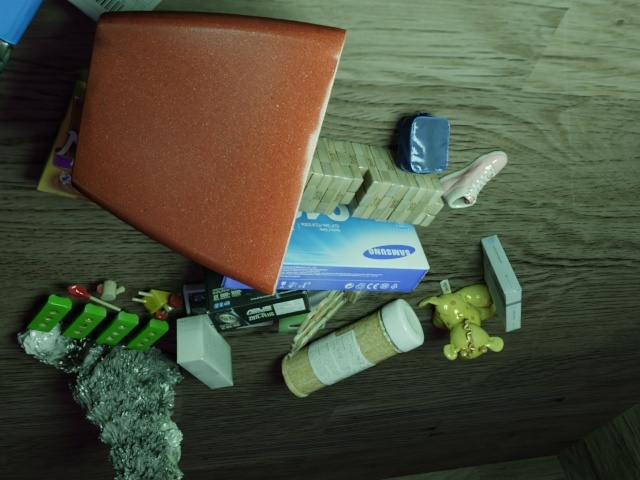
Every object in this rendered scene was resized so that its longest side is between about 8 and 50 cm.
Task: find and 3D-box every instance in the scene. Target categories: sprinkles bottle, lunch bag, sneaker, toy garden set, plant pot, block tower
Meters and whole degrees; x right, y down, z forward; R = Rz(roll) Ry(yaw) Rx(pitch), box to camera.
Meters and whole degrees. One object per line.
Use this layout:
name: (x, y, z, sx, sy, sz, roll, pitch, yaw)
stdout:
sprinkles bottle: (0.074, 0.270, 1.359, 0.355, 0.121, 0.121, -30, 140, 21)
lunch bag: (0.158, -0.154, 0.867, 0.067, 0.065, 0.098, 1, 97, -17)
sneaker: (0.279, -0.102, 0.983, 0.134, 0.070, 0.051, -27, 139, 16)
toy garden set: (-0.418, 0.136, 1.101, 0.244, 0.049, 0.204, 23, 132, -37)
plant pot: (-0.124, -0.129, 0.634, 0.236, 0.267, 0.267, 16, 105, -5)
block tower: (0.042, -0.100, 0.898, 0.336, 0.097, 0.091, 4, 140, -25)

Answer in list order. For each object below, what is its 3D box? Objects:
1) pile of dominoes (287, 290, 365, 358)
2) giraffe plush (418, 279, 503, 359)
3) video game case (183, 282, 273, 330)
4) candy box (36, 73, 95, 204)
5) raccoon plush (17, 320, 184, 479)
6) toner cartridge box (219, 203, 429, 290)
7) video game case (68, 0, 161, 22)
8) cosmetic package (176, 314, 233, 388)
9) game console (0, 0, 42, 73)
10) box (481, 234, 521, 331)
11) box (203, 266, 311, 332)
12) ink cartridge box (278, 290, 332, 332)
pile of dominoes: (0.040, 0.134, 1.112, 0.251, 0.040, 0.196, -43, 165, -26)
giraffe plush: (0.352, 0.209, 1.324, 0.181, 0.170, 0.210, -31, 140, 22)
video game case: (-0.194, 0.142, 1.195, 0.191, 0.022, 0.173, -4, 143, -11)
candy box: (-0.318, -0.132, 0.778, 0.109, 0.053, 0.186, 16, 133, -32)
raccoon plush: (-0.481, 0.392, 1.201, 0.216, 0.299, 0.446, -34, 138, 26)
toner cartridge box: (0.000, 0.000, 0.953, 0.348, 0.165, 0.075, 2, 140, -21)
video game case: (-0.224, -0.385, 0.493, 0.300, 0.036, 0.329, -32, 138, 24)
cosmetic package: (-0.255, 0.255, 1.229, 0.061, 0.098, 0.239, -11, 151, 1)
game console: (-0.423, -0.298, 0.511, 0.293, 0.173, 0.250, 29, 167, -40)
box: (0.400, 0.098, 1.216, 0.038, 0.145, 0.186, -17, 142, 6)
box: (-0.120, 0.073, 1.024, 0.180, 0.147, 0.077, -12, 143, -1)
ink cartridge box: (-0.037, 0.116, 1.175, 0.109, 0.062, 0.209, -5, 143, -11)
